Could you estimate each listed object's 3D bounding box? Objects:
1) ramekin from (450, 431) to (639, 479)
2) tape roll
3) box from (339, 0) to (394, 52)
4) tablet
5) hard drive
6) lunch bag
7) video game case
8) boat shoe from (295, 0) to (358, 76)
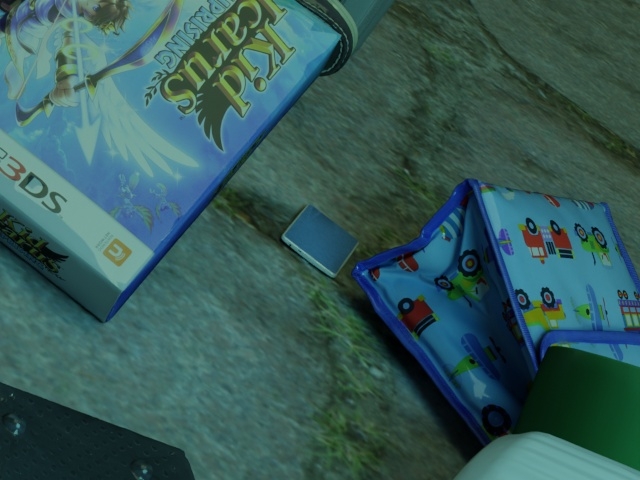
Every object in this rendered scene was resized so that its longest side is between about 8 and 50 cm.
[{"bbox_3d":[0.095,0.225,1.029,0.127,0.273,0.273,31,22,17],"label":"ramekin"},{"bbox_3d":[0.279,0.161,1.230,0.321,0.077,0.321,22,-5,2],"label":"tape roll"},{"bbox_3d":[0.012,-0.243,1.885,0.101,0.102,0.087,40,27,7],"label":"box"},{"bbox_3d":[0.000,0.000,1.570,0.054,0.006,0.083,37,24,0],"label":"tablet"},{"bbox_3d":[-0.130,0.187,1.024,0.172,0.054,0.255,24,28,-28],"label":"hard drive"},{"bbox_3d":[0.190,0.115,1.517,0.221,0.138,0.293,6,51,-54],"label":"lunch bag"},{"bbox_3d":[-0.157,-0.119,1.337,0.244,0.061,0.269,38,60,0],"label":"video game case"},{"bbox_3d":[-0.102,-0.211,1.692,0.285,0.103,0.092,28,31,-11],"label":"boat shoe"}]
